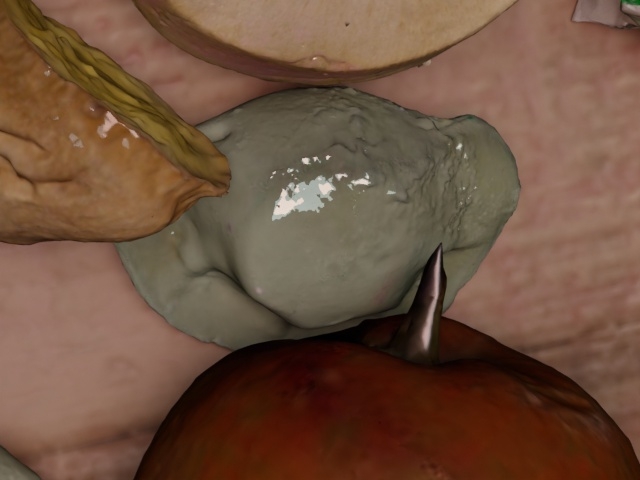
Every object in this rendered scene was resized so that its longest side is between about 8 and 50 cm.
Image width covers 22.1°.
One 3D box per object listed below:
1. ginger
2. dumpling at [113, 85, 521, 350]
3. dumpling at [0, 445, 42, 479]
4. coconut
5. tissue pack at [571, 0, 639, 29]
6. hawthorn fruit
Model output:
[{"bbox_3d":[-0.212,-0.073,0.779,0.354,0.126,0.190,12,102,8],"label":"ginger"},{"bbox_3d":[0.001,-0.004,0.848,0.219,0.108,0.152,-7,94,-5],"label":"dumpling"},{"bbox_3d":[-0.225,0.148,0.815,0.217,0.105,0.149,38,86,-11],"label":"dumpling"},{"bbox_3d":[0.004,-0.173,0.781,0.237,0.237,0.197,-12,95,-10],"label":"coconut"},{"bbox_3d":[0.236,-0.189,0.872,0.156,0.148,0.209,23,90,29],"label":"tissue pack"},{"bbox_3d":[0.035,0.151,0.794,0.268,0.268,0.300,17,88,-11],"label":"hawthorn fruit"}]
